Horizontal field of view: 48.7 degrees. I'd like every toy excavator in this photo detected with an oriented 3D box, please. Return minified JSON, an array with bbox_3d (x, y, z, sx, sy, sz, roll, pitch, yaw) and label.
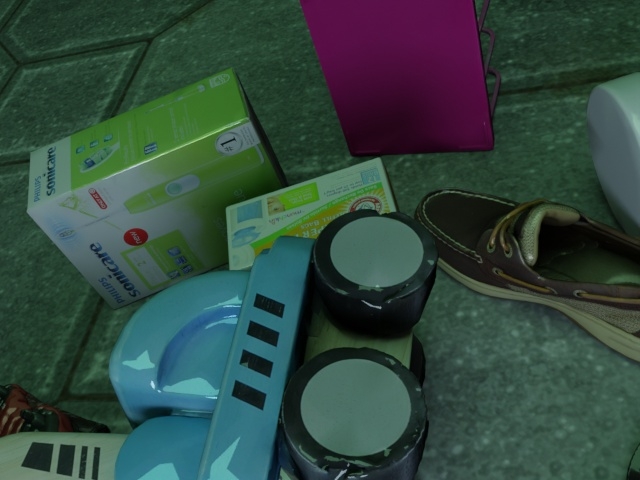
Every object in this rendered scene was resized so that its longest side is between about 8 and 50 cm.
[{"bbox_3d":[-0.137,0.180,0.598,0.444,0.222,0.433,4,49,9],"label":"toy excavator"}]

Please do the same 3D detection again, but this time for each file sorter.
[{"bbox_3d":[0.119,-0.283,0.927,0.202,0.291,0.182,1,48,23],"label":"file sorter"}]

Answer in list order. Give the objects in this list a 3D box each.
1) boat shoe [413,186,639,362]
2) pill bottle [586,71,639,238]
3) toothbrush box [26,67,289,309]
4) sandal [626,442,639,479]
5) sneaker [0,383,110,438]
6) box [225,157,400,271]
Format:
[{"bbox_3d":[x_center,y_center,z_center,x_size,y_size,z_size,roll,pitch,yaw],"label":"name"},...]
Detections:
[{"bbox_3d":[0.234,0.003,0.736,0.123,0.123,0.342,-43,48,-17],"label":"boat shoe"},{"bbox_3d":[0.473,-0.130,0.698,0.362,0.210,0.210,-17,46,8],"label":"pill bottle"},{"bbox_3d":[-0.193,-0.061,0.912,0.283,0.206,0.122,-21,46,2],"label":"toothbrush box"},{"bbox_3d":[0.273,0.231,0.574,0.067,0.040,0.179,15,57,32],"label":"sandal"},{"bbox_3d":[-0.305,0.229,0.778,0.276,0.135,0.098,-2,59,52],"label":"sneaker"},{"bbox_3d":[0.000,0.000,0.849,0.203,0.103,0.114,-18,46,7],"label":"box"}]
